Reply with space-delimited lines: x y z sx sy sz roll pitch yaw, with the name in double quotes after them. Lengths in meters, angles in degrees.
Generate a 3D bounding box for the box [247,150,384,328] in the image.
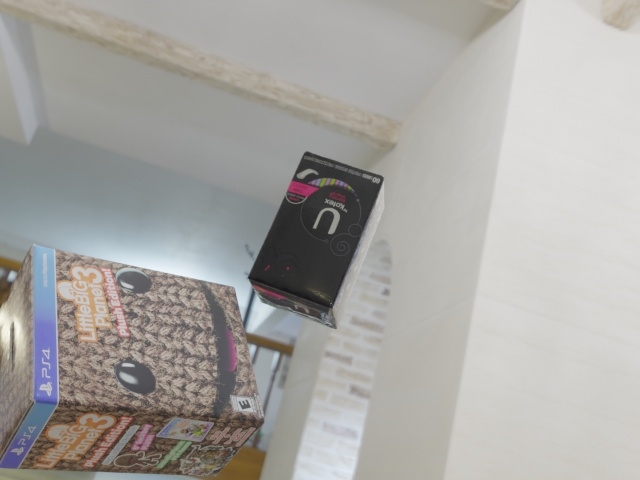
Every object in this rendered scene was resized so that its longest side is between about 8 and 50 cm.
0.000 0.000 1.341 0.165 0.271 0.143 18 -19 12 "box"

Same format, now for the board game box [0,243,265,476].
-0.248 0.161 0.936 0.290 0.232 0.141 14 -51 -34 "board game box"
